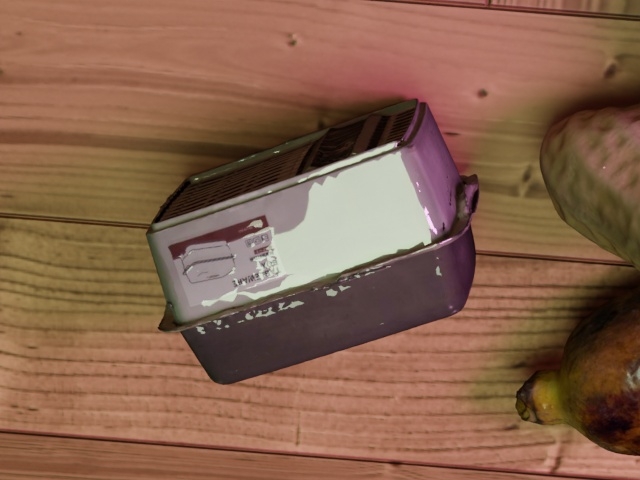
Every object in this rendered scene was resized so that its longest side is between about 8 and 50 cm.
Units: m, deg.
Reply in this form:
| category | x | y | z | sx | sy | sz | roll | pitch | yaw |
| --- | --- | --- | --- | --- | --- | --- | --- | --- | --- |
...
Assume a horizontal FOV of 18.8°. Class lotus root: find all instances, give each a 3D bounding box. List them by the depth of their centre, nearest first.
| category | x | y | z | sx | sy | sz | roll | pitch | yaw |
| --- | --- | --- | --- | --- | --- | --- | --- | --- | --- |
| lotus root | 0.332 | 0.118 | 1.812 | 0.314 | 0.141 | 0.169 | -23 | 118 | 15 |

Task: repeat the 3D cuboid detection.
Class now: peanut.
| category | x | y | z | sx | sy | sz | roll | pitch | yaw |
| --- | --- | --- | --- | --- | --- | --- | --- | --- | --- |
| peanut | 0.316 | -0.026 | 1.657 | 0.152 | 0.313 | 0.152 | -17 | 126 | -26 |

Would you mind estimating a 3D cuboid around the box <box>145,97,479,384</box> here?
| category | x | y | z | sx | sy | sz | roll | pitch | yaw |
| --- | --- | --- | --- | --- | --- | --- | --- | --- | --- |
| box | 0.000 | 0.000 | 1.724 | 0.290 | 0.220 | 0.166 | -18 | 104 | 13 |
